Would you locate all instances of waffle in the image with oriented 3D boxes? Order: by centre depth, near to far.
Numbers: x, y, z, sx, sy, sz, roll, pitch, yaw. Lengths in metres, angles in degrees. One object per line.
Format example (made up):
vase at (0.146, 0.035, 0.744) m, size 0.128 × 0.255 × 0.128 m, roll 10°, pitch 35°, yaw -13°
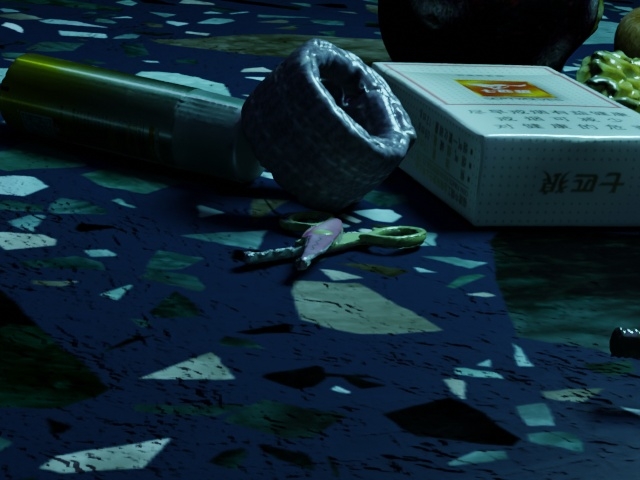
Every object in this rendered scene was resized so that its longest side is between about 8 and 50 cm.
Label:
waffle at (0.368, -0.137, 2.052) m, size 0.204 × 0.054 × 0.223 m, roll 34°, pitch 24°, yaw 10°

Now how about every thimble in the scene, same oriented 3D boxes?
thimble at (0.006, -0.103, 1.723) m, size 0.150 × 0.098 × 0.150 m, roll 35°, pitch 27°, yaw -22°

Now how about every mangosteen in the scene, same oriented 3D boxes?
mangosteen at (0.206, -0.282, 2.279) m, size 0.233 × 0.287 × 0.287 m, roll 49°, pitch 25°, yaw 5°

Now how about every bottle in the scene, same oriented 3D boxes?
bottle at (-0.180, -0.120, 1.846) m, size 0.286 × 0.082 × 0.082 m, roll 15°, pitch 18°, yaw 28°

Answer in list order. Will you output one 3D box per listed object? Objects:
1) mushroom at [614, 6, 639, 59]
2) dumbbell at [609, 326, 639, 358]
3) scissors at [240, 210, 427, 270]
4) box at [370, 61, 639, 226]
mushroom at (0.495, -0.209, 2.242) m, size 0.297 × 0.163 × 0.278 m, roll 6°, pitch 7°, yaw 3°
dumbbell at (0.327, 0.078, 1.315) m, size 0.254 × 0.082 × 0.081 m, roll 3°, pitch 16°, yaw -5°
scissors at (0.000, 0.000, 1.594) m, size 0.133 × 0.020 × 0.187 m, roll 9°, pitch 14°, yaw 24°
box at (0.193, -0.100, 1.873) m, size 0.210 × 0.095 × 0.330 m, roll 0°, pitch 18°, yaw -18°
